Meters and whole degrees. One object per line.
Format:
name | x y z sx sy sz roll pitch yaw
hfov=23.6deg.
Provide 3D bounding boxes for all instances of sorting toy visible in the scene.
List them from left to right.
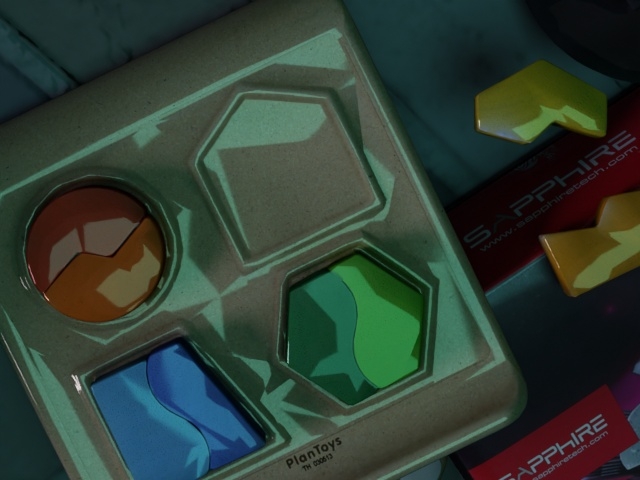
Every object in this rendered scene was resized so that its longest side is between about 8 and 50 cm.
sorting toy | 0.000 0.000 0.704 0.307 0.041 0.229 -26 90 0

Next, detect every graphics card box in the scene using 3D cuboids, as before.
graphics card box | 0.203 0.111 0.841 0.233 0.094 0.371 -33 117 -1

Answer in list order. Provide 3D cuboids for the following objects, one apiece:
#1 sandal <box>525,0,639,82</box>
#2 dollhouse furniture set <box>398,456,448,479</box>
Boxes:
sandal | 0.123 -0.186 0.701 0.097 0.054 0.254 -6 117 18
dollhouse furniture set | 0.049 0.169 0.786 0.144 0.151 0.123 17 105 -24
